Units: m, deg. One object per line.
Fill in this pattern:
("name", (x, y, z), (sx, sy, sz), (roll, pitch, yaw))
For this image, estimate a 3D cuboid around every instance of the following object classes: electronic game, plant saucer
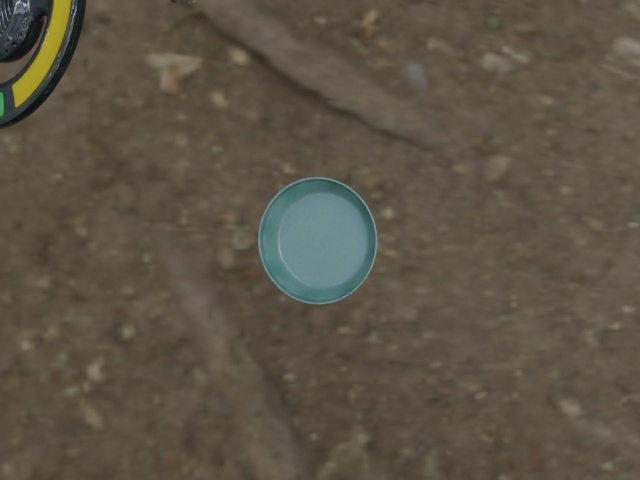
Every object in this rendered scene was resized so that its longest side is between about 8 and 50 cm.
("electronic game", (-0.316, -0.224, 1.713), (0.229, 0.048, 0.229), (-10, 74, 40))
("plant saucer", (0.000, 0.000, 1.600), (0.119, 0.021, 0.119), (1, 92, 21))

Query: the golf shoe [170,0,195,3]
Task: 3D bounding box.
("golf shoe", (-0.082, -0.203, 0.762), (0.115, 0.306, 0.140), (17, 80, 4))
